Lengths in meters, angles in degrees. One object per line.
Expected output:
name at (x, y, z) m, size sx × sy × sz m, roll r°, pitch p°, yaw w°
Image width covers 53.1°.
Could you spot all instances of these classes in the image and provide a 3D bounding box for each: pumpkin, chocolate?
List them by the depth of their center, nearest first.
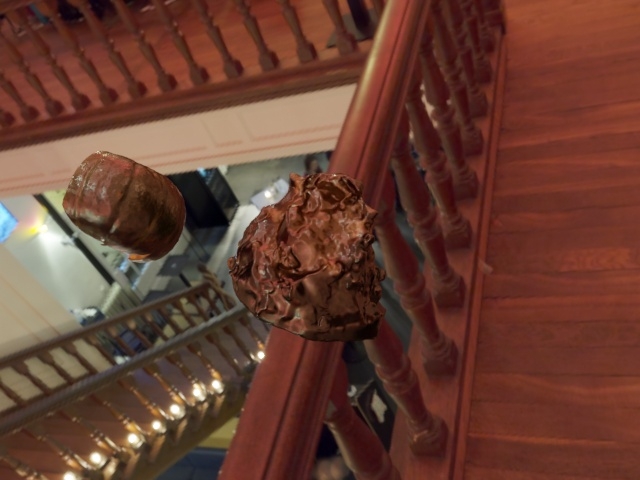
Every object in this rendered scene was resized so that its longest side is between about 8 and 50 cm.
pumpkin at (-0.227, -0.033, 0.819) m, size 0.107 × 0.183 × 0.119 m, roll 13°, pitch 80°, yaw 15°
chocolate at (0.000, 0.000, 0.830) m, size 0.224 × 0.177 × 0.206 m, roll 21°, pitch 23°, yaw 7°
